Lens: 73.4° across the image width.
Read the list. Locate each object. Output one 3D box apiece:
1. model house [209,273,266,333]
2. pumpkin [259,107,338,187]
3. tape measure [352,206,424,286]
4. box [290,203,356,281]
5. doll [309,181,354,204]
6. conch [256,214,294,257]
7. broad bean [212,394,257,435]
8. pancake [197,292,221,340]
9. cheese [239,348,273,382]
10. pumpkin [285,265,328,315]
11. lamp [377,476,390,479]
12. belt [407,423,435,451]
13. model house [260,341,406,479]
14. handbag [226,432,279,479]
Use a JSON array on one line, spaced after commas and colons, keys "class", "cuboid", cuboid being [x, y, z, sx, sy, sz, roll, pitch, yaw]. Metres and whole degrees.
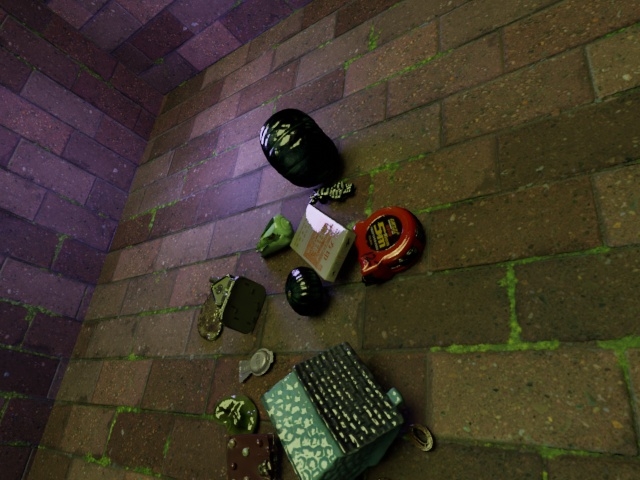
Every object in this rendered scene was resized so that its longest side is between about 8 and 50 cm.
[{"class": "model house", "cuboid": [-0.413, 0.262, 1.866, 0.278, 0.205, 0.219, 4, 68, 40]}, {"class": "pumpkin", "cuboid": [-0.091, -0.401, 1.878, 0.266, 0.363, 0.363, -46, 45, 12]}, {"class": "tape measure", "cuboid": [0.242, 0.008, 1.522, 0.260, 0.114, 0.253, -27, 49, 22]}, {"class": "box", "cuboid": [-0.001, 0.000, 1.700, 0.205, 0.051, 0.365, -64, 31, 8]}, {"class": "doll", "cuboid": [0.046, -0.202, 1.847, 0.219, 0.067, 0.091, -8, 58, 31]}, {"class": "conch", "cuboid": [-0.219, -0.005, 1.905, 0.250, 0.137, 0.144, -39, 47, 17]}, {"class": "broad bean", "cuboid": [-0.317, 0.677, 1.651, 0.206, 0.072, 0.153, 11, 77, 31]}, {"class": "pancake", "cuboid": [-0.468, 0.327, 2.005, 0.286, 0.033, 0.289, -3, 65, 38]}, {"class": "cheese", "cuboid": [-0.259, 0.495, 1.717, 0.190, 0.042, 0.105, -29, 49, 26]}, {"class": "pumpkin", "cuboid": [-0.062, 0.192, 1.634, 0.194, 0.194, 0.150, 11, 35, 44]}, {"class": "lamp", "cuboid": [0.192, 0.706, 1.215, 0.083, 0.031, 0.063, 20, 79, 50]}, {"class": "belt", "cuboid": [0.288, 0.556, 1.215, 0.059, 0.036, 0.083, -50, 44, -4]}, {"class": "model house", "cuboid": [0.061, 0.497, 1.288, 0.339, 0.297, 0.360, -43, 45, 2]}, {"class": "handbag", "cuboid": [-0.236, 0.777, 1.481, 0.216, 0.074, 0.203, -16, 71, 35]}]
